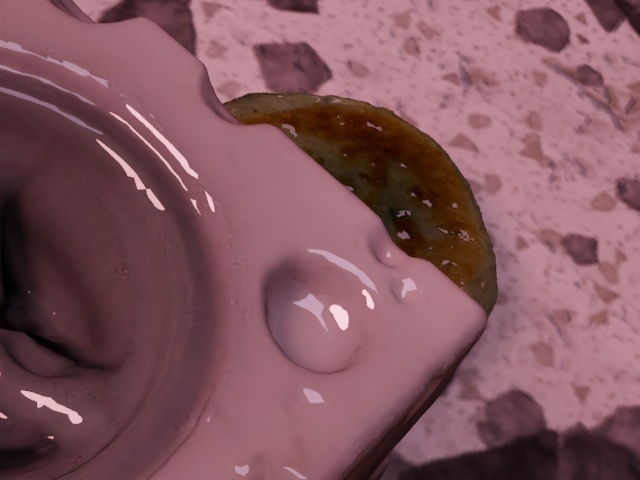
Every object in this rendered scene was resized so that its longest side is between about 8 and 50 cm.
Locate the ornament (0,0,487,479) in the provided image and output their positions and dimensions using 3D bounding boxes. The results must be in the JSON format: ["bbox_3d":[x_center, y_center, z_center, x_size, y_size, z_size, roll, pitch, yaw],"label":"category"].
[{"bbox_3d":[-0.137,0.073,0.508,0.240,0.240,0.239,41,51,11],"label":"ornament"}]

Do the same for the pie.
[{"bbox_3d":[0.000,0.000,0.740,0.186,0.041,0.187,10,53,-14],"label":"pie"}]
